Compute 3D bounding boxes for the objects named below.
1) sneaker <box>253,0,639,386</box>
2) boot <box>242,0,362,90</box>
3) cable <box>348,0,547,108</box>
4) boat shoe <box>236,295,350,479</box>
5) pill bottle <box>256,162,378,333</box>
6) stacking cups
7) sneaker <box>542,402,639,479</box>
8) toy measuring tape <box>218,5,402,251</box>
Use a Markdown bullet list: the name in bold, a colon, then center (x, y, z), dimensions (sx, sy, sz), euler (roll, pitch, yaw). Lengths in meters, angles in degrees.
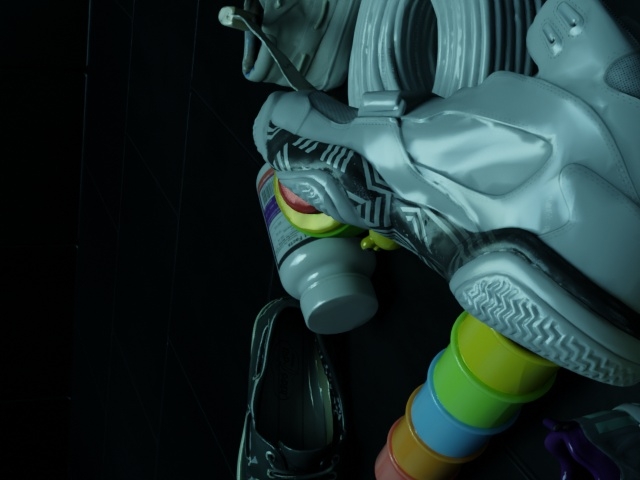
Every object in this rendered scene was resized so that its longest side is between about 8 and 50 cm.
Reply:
- **sneaker**: center (0.115, -0.075, 0.729), dimensions (0.366, 0.137, 0.210), euler (36, 100, 40)
- **boot**: center (-0.014, -0.280, 1.152), dimensions (0.095, 0.123, 0.258), euler (-119, 35, -49)
- **cable**: center (0.106, -0.164, 0.908), dimensions (0.257, 0.089, 0.257), euler (176, 92, -68)
- **boat shoe**: center (-0.025, 0.225, 1.210), dimensions (0.113, 0.127, 0.340), euler (124, 150, -73)
- **pill bottle**: center (0.000, 0.000, 1.155), dimensions (0.108, 0.108, 0.193), euler (117, 145, -49)
- **stacking cups**: center (0.114, 0.136, 0.899), dimensions (0.316, 0.096, 0.096), euler (119, 143, -51)
- **sneaker**: center (0.189, 0.224, 0.714), dimensions (0.083, 0.098, 0.224), euler (166, 102, -67)
- **toy measuring tape**: center (-0.026, -0.101, 1.085), dimensions (0.330, 0.121, 0.121), euler (50, 141, 24)
